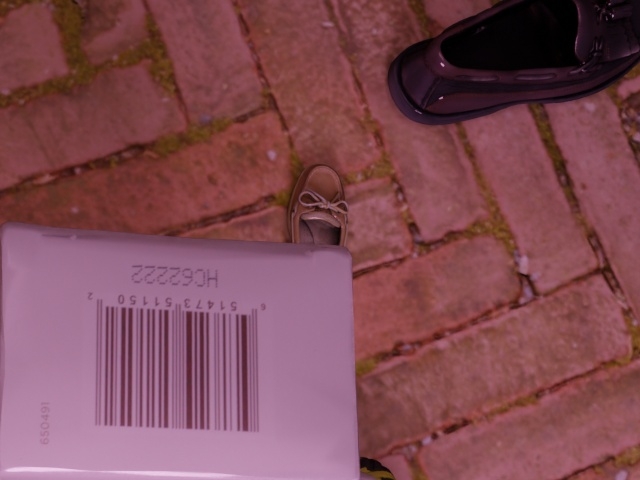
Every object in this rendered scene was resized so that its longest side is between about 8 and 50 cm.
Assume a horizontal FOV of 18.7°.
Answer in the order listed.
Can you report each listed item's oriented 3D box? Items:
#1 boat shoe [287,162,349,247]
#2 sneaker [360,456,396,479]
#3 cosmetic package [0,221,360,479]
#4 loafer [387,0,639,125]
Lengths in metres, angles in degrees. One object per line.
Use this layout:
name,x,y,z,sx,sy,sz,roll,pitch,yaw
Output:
boat shoe,-0.002,0.000,1.683,0.056,0.048,0.153,16,67,-12
sneaker,0.019,0.350,1.516,0.147,0.145,0.384,-6,60,7
cosmetic package,-0.147,0.139,1.361,0.230,0.453,0.161,4,70,-17
loafer,0.209,-0.184,1.792,0.302,0.095,0.109,-20,79,-23
